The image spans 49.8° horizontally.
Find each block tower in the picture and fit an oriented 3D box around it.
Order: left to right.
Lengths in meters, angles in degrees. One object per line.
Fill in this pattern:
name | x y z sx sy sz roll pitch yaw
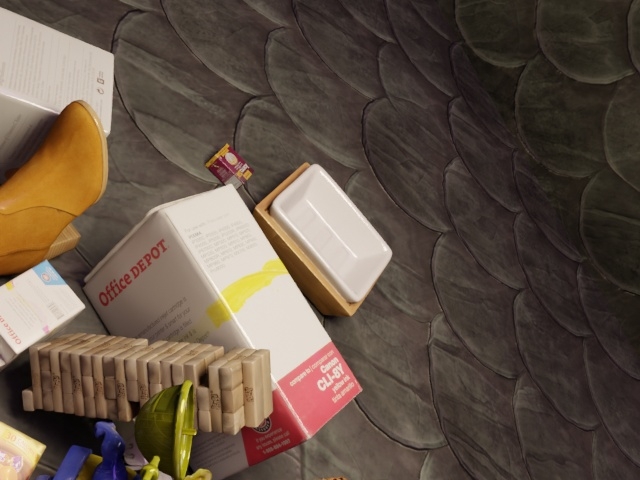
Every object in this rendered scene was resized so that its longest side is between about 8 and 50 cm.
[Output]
block tower | -0.238 0.187 0.933 0.091 0.335 0.097 -23 113 -72

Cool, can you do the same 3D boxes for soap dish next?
soap dish | 0.000 0.000 1.458 0.291 0.118 0.229 48 40 -6

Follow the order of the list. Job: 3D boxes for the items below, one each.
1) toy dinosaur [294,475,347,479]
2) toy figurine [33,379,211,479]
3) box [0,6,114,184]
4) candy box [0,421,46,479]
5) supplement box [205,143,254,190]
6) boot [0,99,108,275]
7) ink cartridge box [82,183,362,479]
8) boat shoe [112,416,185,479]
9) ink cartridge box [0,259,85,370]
toy dinosaur | -0.070 0.461 1.052 0.322 0.164 0.218 -35 70 -21
toy figurine | -0.269 0.323 0.840 0.217 0.362 0.191 12 33 10
box | -0.520 -0.224 1.040 0.345 0.215 0.168 17 52 -36
candy box | -0.464 0.271 0.877 0.187 0.053 0.109 38 43 -20
supplement box | -0.189 -0.150 1.437 0.083 0.043 0.055 45 40 -12
boot | -0.422 -0.053 0.959 0.104 0.295 0.211 43 38 19
ink cartridge box | -0.162 0.147 1.076 0.160 0.279 0.384 -29 85 -50
boat shoe | -0.264 0.315 1.014 0.076 0.083 0.226 -25 83 -50
ink cartridge box | -0.433 0.112 0.985 0.092 0.090 0.143 52 41 -2
